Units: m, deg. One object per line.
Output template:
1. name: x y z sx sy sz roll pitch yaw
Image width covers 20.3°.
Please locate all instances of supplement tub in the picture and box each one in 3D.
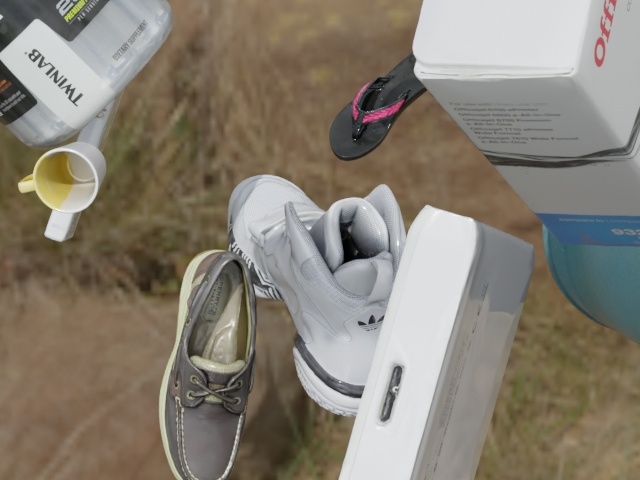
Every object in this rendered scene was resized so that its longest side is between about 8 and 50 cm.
1. supplement tub: -0.325 -0.268 1.745 0.338 0.207 0.207 45 38 -17

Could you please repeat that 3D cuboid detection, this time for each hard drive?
1. hard drive: 0.074 0.089 1.088 0.040 0.203 0.307 16 1 12

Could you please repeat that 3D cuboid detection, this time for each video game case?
1. video game case: -0.260 -0.100 2.008 0.026 0.206 0.227 19 -1 -5

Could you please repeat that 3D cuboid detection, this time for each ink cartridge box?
1. ink cartridge box: 0.206 -0.154 1.365 0.129 0.307 0.223 3 69 30

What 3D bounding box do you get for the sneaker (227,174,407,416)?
1. sneaker: 0.000 0.000 1.940 0.137 0.210 0.366 -10 44 -19

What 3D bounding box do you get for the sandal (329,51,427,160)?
1. sandal: 0.074 -0.170 2.145 0.067 0.040 0.179 39 78 24

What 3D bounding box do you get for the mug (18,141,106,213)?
1. mug: -0.237 -0.067 1.676 0.078 0.062 0.064 19 20 4

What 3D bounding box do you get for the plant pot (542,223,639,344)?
1. plant pot: 0.399 0.011 1.826 0.272 0.271 0.255 -9 20 -12

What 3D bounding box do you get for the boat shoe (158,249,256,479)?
1. boat shoe: -0.069 0.080 1.110 0.056 0.152 0.049 3 -5 -14
